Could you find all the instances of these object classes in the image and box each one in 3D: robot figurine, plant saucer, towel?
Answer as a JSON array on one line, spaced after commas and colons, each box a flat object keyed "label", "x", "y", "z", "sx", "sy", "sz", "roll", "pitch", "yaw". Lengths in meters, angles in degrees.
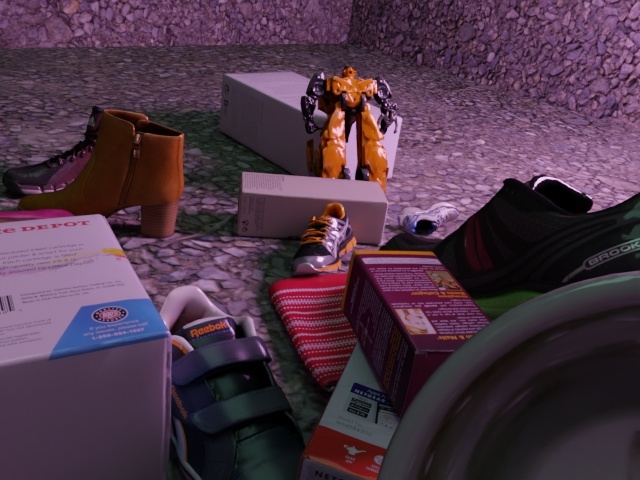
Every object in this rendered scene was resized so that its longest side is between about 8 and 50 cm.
[{"label": "robot figurine", "x": 0.055, "y": -0.212, "z": 1.378, "sx": 0.211, "sy": 0.290, "sz": 0.085, "roll": -1, "pitch": -2, "yaw": -19}, {"label": "plant saucer", "x": 0.236, "y": 0.220, "z": 0.464, "sx": 0.401, "sy": 0.400, "sz": 0.100, "roll": 13, "pitch": 0, "yaw": 11}, {"label": "towel", "x": 0.049, "y": 0.116, "z": 0.955, "sx": 0.199, "sy": 0.031, "sz": 0.275, "roll": -6, "pitch": 25, "yaw": -17}]

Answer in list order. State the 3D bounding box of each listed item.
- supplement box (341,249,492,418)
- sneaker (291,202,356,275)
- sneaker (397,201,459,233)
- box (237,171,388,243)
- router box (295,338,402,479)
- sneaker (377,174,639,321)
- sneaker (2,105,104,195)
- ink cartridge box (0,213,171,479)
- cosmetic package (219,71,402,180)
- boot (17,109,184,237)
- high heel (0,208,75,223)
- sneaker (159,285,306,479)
[{"label": "supplement box", "x": 0.102, "y": 0.089, "z": 0.695, "sx": 0.104, "sy": 0.080, "sz": 0.188, "roll": 1, "pitch": 28, "yaw": -18}, {"label": "sneaker", "x": 0.000, "y": 0.000, "z": 1.135, "sx": 0.084, "sy": 0.083, "sz": 0.215, "roll": -4, "pitch": 18, "yaw": 18}, {"label": "sneaker", "x": 0.226, "y": -0.038, "z": 1.352, "sx": 0.135, "sy": 0.052, "sz": 0.058, "roll": -10, "pitch": 40, "yaw": -19}, {"label": "box", "x": -0.019, "y": -0.062, "z": 1.268, "sx": 0.275, "sy": 0.094, "sz": 0.113, "roll": 5, "pitch": 26, "yaw": -8}, {"label": "router box", "x": 0.177, "y": 0.203, "z": 0.682, "sx": 0.336, "sy": 0.082, "sz": 0.301, "roll": 15, "pitch": 28, "yaw": 11}, {"label": "sneaker", "x": 0.257, "y": 0.023, "z": 0.864, "sx": 0.185, "sy": 0.202, "sz": 0.483, "roll": 24, "pitch": -12, "yaw": -30}, {"label": "sneaker", "x": -0.477, "y": -0.183, "z": 1.308, "sx": 0.282, "sy": 0.162, "sz": 0.106, "roll": -10, "pitch": 31, "yaw": -34}, {"label": "ink cartridge box", "x": -0.290, "y": 0.119, "z": 0.684, "sx": 0.198, "sy": 0.197, "sz": 0.270, "roll": -8, "pitch": 29, "yaw": -28}, {"label": "cosmetic package", "x": -0.040, "y": -0.289, "z": 1.659, "sx": 0.230, "sy": 0.161, "sz": 0.453, "roll": -12, "pitch": 31, "yaw": -35}, {"label": "boot", "x": -0.381, "y": -0.125, "z": 1.158, "sx": 0.295, "sy": 0.211, "sz": 0.104, "roll": 8, "pitch": 24, "yaw": 1}, {"label": "high heel", "x": -0.479, "y": -0.002, "z": 1.026, "sx": 0.117, "sy": 0.082, "sz": 0.244, "roll": 8, "pitch": 10, "yaw": 23}, {"label": "sneaker", "x": -0.109, "y": 0.166, "z": 0.727, "sx": 0.126, "sy": 0.127, "sz": 0.321, "roll": -9, "pitch": 32, "yaw": -35}]
